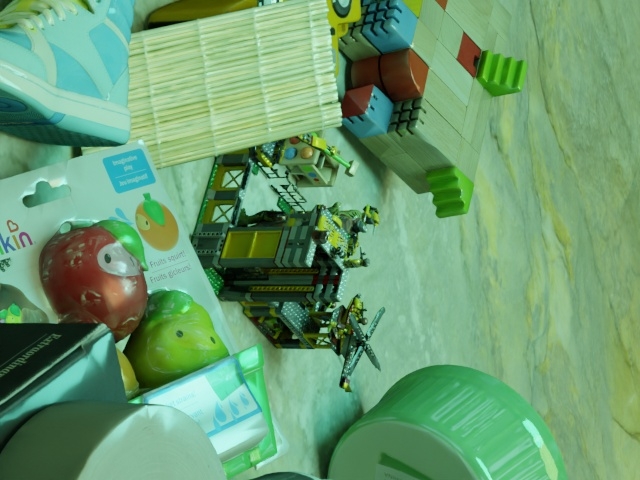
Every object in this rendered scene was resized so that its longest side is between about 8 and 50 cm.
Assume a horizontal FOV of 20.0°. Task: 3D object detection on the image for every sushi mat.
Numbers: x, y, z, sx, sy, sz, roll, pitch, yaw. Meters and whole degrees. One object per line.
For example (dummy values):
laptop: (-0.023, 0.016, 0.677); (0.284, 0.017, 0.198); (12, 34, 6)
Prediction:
sushi mat: (-0.120, -0.165, 1.961); (0.316, 0.019, 0.151); (-15, 104, -24)

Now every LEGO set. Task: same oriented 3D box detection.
LEGO set: (0.000, 0.000, 2.172); (0.331, 0.192, 0.255); (58, 41, -43)

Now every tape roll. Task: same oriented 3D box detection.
tape roll: (-0.142, 0.217, 1.220); (0.219, 0.072, 0.219); (2, 88, -62)

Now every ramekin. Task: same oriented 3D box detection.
ramekin: (0.154, 0.326, 2.349); (0.148, 0.303, 0.303); (-25, 112, -50)

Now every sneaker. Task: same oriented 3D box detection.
sneaker: (-0.281, -0.213, 1.745); (0.319, 0.127, 0.208); (22, 72, -69)

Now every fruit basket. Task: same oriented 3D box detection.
fruit basket: (-0.193, 0.089, 1.707); (0.327, 0.165, 0.353); (-20, 90, -50)

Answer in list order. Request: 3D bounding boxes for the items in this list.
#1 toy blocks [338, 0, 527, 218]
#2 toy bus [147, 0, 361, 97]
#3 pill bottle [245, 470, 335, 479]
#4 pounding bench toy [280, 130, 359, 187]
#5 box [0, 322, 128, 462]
toy blocks: (0.127, -0.256, 2.462); (0.261, 0.191, 0.381); (40, 53, -40)
toy bus: (-0.069, -0.238, 2.140); (0.333, 0.108, 0.130); (-19, 106, -60)
pill bottle: (-0.063, 0.357, 2.068); (0.318, 0.176, 0.176); (-2, 91, -61)
pounding bench toy: (0.000, -0.106, 2.287); (0.065, 0.083, 0.052); (51, 47, -49)
box: (-0.364, 0.205, 1.301); (0.293, 0.395, 0.212); (-37, 121, -55)
